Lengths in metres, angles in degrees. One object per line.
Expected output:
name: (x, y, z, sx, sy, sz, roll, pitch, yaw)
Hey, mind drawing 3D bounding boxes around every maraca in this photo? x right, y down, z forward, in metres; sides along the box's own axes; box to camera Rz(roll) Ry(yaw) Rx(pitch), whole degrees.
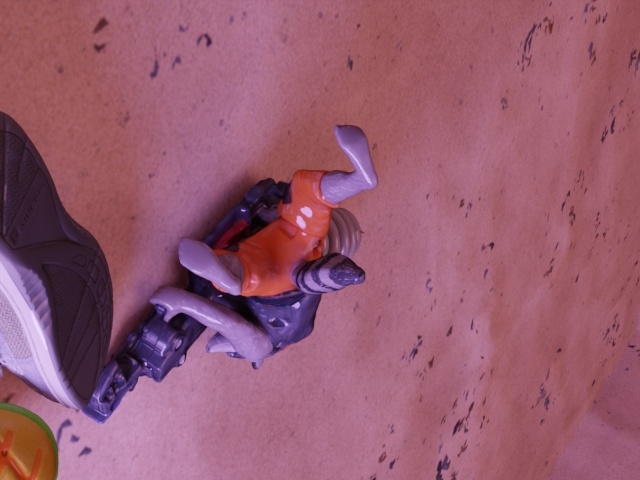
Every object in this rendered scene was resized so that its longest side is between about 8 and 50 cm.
maraca: (-0.303, 0.193, 0.775, 0.185, 0.099, 0.127, -5, 100, -31)

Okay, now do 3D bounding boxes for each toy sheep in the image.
toy sheep: (0.000, 0.000, 1.169, 0.132, 0.091, 0.091, -19, 121, -47)

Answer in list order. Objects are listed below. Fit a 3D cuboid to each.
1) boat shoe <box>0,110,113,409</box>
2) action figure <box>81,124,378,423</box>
boat shoe: (-0.253, 0.025, 0.777, 0.320, 0.103, 0.118, 76, 24, -50)
action figure: (-0.074, 0.067, 0.962, 0.341, 0.178, 0.330, -52, 173, -23)
